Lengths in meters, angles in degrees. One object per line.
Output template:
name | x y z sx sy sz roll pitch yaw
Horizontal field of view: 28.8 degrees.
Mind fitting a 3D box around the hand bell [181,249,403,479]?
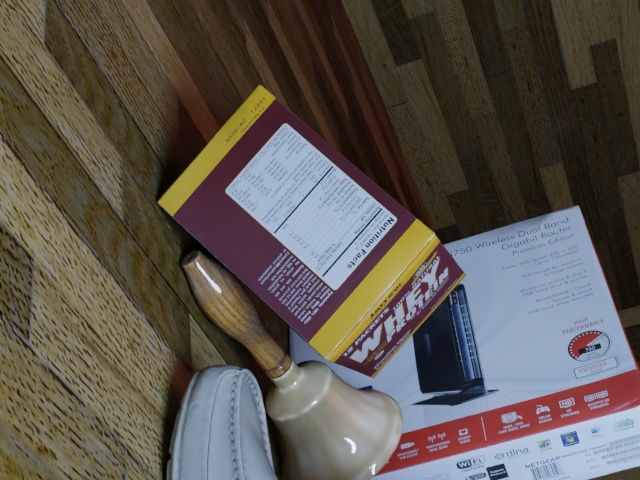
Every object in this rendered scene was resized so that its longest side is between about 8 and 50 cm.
hand bell | -0.041 0.099 1.063 0.242 0.126 0.126 55 18 -29

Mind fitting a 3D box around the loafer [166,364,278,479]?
loafer | -0.032 0.221 0.815 0.112 0.111 0.319 55 20 -54

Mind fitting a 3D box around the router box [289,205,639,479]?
router box | 0.136 0.128 1.251 0.301 0.335 0.082 -95 165 -53

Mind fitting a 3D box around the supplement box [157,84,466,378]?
supplement box | 0.000 0.000 1.057 0.194 0.129 0.191 42 1 17
